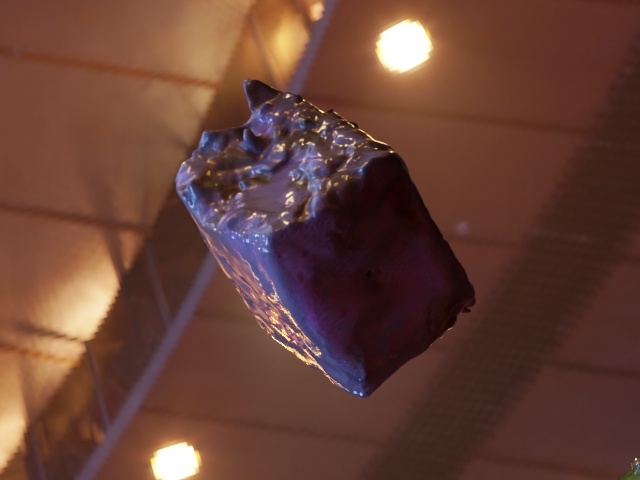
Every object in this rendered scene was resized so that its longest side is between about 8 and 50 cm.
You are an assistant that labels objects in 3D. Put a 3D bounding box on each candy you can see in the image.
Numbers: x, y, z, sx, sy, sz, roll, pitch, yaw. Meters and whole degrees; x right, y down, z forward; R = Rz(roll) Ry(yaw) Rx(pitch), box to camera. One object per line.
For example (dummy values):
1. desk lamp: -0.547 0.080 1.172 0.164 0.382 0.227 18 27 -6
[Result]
1. candy: 0.000 0.000 1.377 0.137 0.185 0.195 -39 -54 -11

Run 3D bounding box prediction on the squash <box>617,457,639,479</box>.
1. squash: 0.125 0.239 0.479 0.101 0.101 0.378 -11 -82 -13
